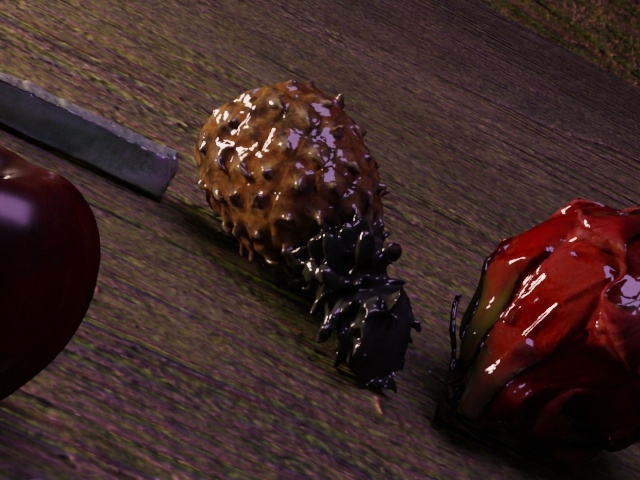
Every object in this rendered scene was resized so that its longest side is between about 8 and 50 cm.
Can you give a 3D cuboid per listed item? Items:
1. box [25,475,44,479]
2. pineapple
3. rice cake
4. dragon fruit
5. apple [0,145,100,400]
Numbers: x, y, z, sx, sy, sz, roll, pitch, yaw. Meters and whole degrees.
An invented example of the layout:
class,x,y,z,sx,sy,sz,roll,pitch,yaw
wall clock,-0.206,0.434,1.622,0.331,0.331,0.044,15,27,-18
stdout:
class,x,y,z,sx,sy,sz,roll,pitch,yaw
box,-0.204,0.166,0.847,0.039,0.055,0.218,39,21,22
pineapple,0.000,0.000,1.431,0.158,0.158,0.278,12,39,-43
rice cake,-0.219,-0.098,1.465,0.211,0.043,0.034,25,14,-17
dragon fruit,0.214,0.078,1.420,0.293,0.233,0.234,-17,48,-36
apple,-0.217,0.025,1.012,0.147,0.158,0.156,29,15,39
